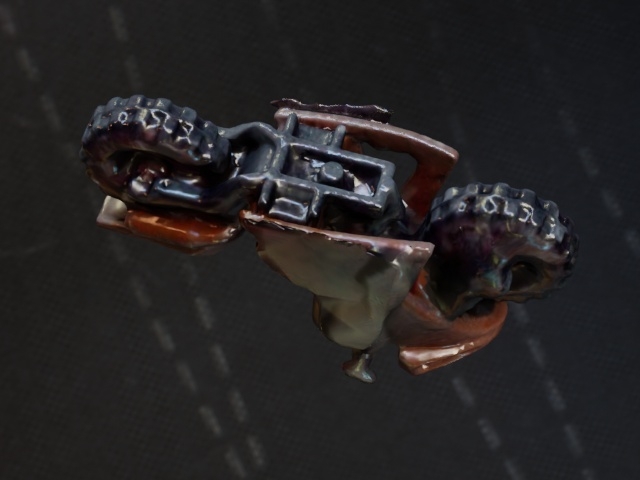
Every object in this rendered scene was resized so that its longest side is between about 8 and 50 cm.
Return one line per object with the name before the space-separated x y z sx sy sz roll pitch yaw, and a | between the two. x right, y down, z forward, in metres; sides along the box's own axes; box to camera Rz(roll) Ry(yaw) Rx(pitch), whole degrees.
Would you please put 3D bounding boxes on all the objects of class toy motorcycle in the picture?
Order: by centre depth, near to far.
toy motorcycle | 0.000 0.000 0.733 0.212 0.084 0.118 15 148 4
